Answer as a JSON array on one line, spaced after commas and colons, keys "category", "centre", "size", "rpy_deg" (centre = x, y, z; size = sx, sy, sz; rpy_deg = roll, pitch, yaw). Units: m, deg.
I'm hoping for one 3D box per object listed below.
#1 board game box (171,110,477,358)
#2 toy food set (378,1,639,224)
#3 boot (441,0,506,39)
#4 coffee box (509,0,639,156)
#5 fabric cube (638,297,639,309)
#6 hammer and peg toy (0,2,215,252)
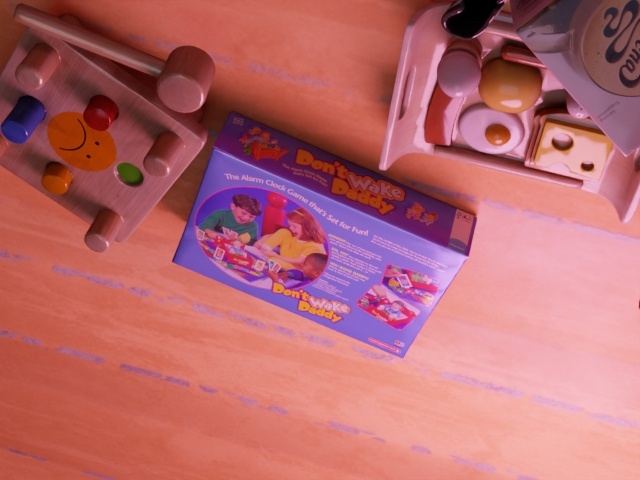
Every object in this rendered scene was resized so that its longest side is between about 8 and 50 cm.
[{"category": "board game box", "centre": [0.000, 0.000, 1.553], "size": [0.347, 0.078, 0.233], "rpy_deg": [23, 136, -4]}, {"category": "toy food set", "centre": [0.231, -0.133, 1.332], "size": [0.306, 0.092, 0.220], "rpy_deg": [14, 135, 6]}, {"category": "boot", "centre": [0.205, -0.308, 1.122], "size": [0.083, 0.161, 0.246], "rpy_deg": [27, 135, -8]}, {"category": "coffee box", "centre": [0.342, -0.243, 1.076], "size": [0.297, 0.119, 0.168], "rpy_deg": [-38, 107, 21]}, {"category": "fabric cube", "centre": [0.518, 0.063, 1.306], "size": [0.254, 0.259, 0.258], "rpy_deg": [-12, 126, 29]}, {"category": "hammer and peg toy", "centre": [-0.278, -0.165, 1.458], "size": [0.266, 0.127, 0.361], "rpy_deg": [34, 134, -11]}]
